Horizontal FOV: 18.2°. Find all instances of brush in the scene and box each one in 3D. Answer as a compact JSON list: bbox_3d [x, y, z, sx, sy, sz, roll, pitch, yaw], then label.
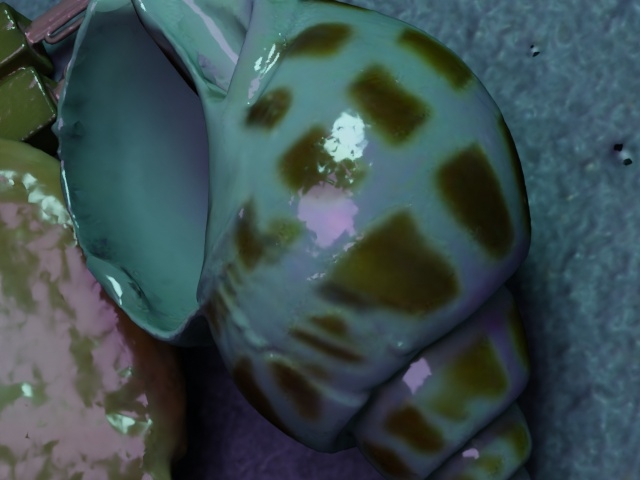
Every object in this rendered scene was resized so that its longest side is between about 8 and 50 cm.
[{"bbox_3d":[-0.169,-0.123,1.316,0.233,0.047,0.103,-33,65,12],"label":"brush"}]

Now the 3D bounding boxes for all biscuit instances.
[{"bbox_3d":[-0.287,0.135,1.249,0.446,0.104,0.429,5,85,24],"label":"biscuit"}]

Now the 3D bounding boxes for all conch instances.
[{"bbox_3d":[0.000,-0.001,1.119,0.249,0.197,0.368,-32,56,24],"label":"conch"}]
